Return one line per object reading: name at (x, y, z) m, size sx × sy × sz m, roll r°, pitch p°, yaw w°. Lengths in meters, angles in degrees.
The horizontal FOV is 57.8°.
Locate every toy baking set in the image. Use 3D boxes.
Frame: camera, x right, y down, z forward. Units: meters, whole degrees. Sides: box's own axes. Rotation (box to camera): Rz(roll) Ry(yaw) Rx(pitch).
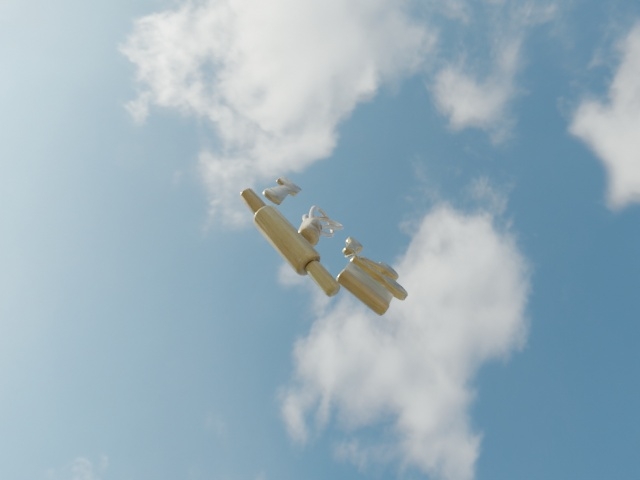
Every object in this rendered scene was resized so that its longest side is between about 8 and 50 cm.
toy baking set at (-0.003, 0.000, 0.662) m, size 0.256 × 0.196 × 0.030 m, roll 45°, pitch -74°, yaw 27°
